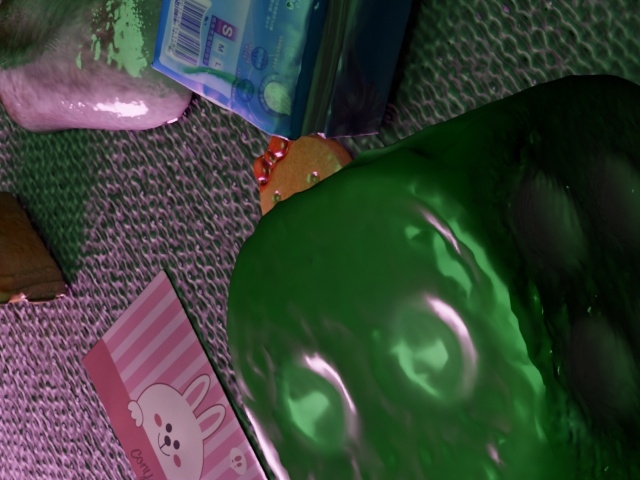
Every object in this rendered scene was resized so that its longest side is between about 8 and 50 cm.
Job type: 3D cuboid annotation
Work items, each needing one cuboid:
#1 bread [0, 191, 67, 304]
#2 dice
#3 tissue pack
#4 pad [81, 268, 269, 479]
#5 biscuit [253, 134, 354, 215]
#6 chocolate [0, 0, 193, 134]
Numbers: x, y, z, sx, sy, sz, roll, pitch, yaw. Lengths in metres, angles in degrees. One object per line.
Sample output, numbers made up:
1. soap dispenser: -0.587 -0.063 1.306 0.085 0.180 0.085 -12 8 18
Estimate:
1. bread: -0.399 0.052 1.741 0.160 0.140 0.169 -52 61 30
2. dice: 0.129 0.064 1.082 0.300 0.297 0.287 -29 77 43
3. tissue pack: -0.022 -0.242 1.297 0.198 0.146 0.264 31 116 37
4. pad: -0.154 0.206 1.601 0.202 0.005 0.300 -45 64 40
5. biscuit: 0.000 0.000 1.392 0.166 0.036 0.226 -20 81 47
6. chocolate: -0.254 -0.207 1.584 0.303 0.100 0.185 -1 92 43
